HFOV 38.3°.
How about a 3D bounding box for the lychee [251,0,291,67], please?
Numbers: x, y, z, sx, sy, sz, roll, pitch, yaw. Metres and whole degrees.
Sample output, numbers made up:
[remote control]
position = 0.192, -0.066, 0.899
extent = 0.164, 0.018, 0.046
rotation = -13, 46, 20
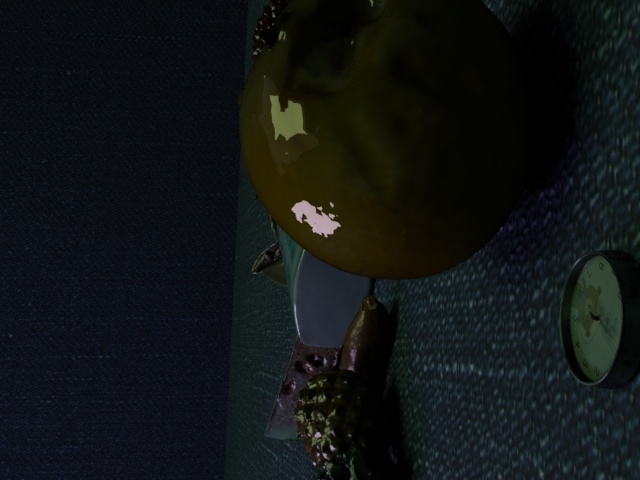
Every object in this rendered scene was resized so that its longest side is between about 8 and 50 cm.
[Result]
[lychee]
position = -0.004, -0.236, 1.184
extent = 0.188, 0.188, 0.188
rotation = -176, 90, -80

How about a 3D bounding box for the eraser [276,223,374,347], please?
[eraser]
position = 0.000, 0.000, 1.283
extent = 0.290, 0.104, 0.189
rotation = -108, 20, -65

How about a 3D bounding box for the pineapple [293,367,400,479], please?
[pineapple]
position = 0.040, 0.256, 0.987
extent = 0.111, 0.119, 0.237
rotation = -33, 40, 17

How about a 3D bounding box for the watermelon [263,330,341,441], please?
[watermelon]
position = -0.014, 0.178, 1.392
extent = 0.154, 0.094, 0.241
rotation = -83, 5, -49

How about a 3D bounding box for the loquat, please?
[loquat]
position = 0.054, -0.084, 0.704
extent = 0.244, 0.244, 0.244
rotation = -176, 90, -80

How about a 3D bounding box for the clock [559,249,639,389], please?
[clock]
position = 0.168, 0.047, 0.552
extent = 0.085, 0.017, 0.085
rotation = -176, 90, -80

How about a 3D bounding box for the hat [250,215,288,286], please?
[hat]
position = -0.042, 0.004, 1.673
extent = 0.173, 0.144, 0.166
rotation = 23, 115, 32

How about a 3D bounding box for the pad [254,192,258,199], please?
[pad]
position = -0.058, -0.232, 1.690
extent = 0.269, 0.012, 0.269
rotation = 118, 173, -68

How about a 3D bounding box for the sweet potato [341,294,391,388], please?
[sweet potato]
position = 0.051, 0.149, 1.090
extent = 0.056, 0.056, 0.195
rotation = -107, 18, -63
